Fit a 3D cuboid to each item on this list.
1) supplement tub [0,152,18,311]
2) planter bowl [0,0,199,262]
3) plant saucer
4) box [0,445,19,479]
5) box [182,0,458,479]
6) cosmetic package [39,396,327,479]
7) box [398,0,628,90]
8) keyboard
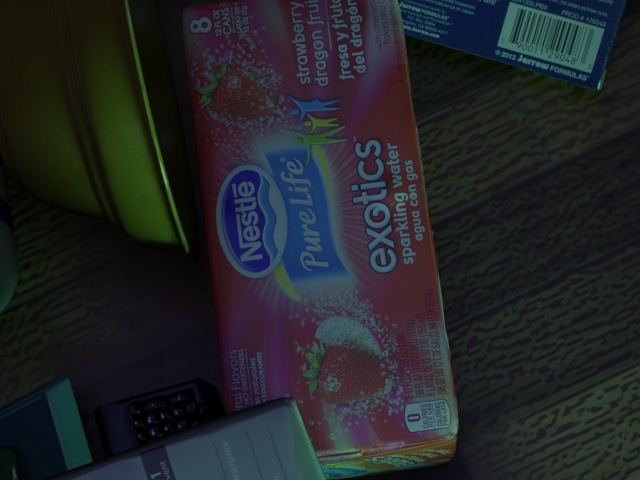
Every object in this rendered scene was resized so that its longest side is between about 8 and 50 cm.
[{"bbox_3d":[-0.303,-0.102,1.043,0.235,0.235,0.325,-11,76,0],"label":"supplement tub"},{"bbox_3d":[-0.132,-0.086,1.040,0.090,0.217,0.217,-11,76,0],"label":"planter bowl"},{"bbox_3d":[-0.141,0.175,1.062,0.067,0.018,0.192,-27,73,34],"label":"plant saucer"},{"bbox_3d":[-0.264,0.195,1.022,0.207,0.108,0.153,-9,83,4],"label":"box"},{"bbox_3d":[0.000,0.000,1.059,0.123,0.128,0.257,-7,77,1],"label":"box"},{"bbox_3d":[-0.105,0.169,0.914,0.238,0.107,0.127,-21,86,-6],"label":"cosmetic package"},{"bbox_3d":[0.129,-0.213,1.100,0.136,0.036,0.225,18,109,7],"label":"box"},{"bbox_3d":[-0.082,0.177,1.067,0.100,0.038,0.192,-17,75,-1],"label":"keyboard"}]
